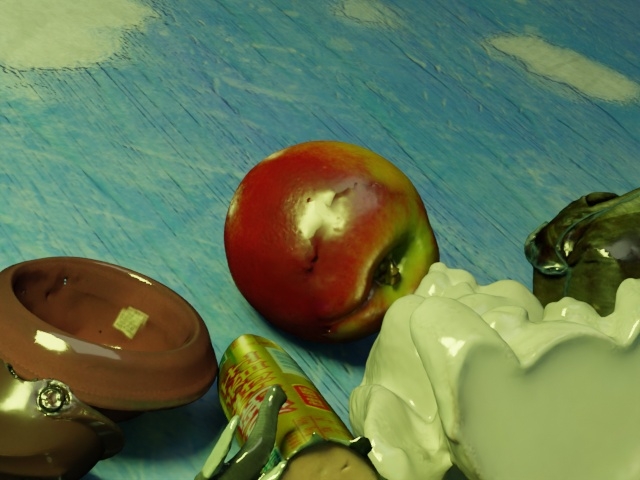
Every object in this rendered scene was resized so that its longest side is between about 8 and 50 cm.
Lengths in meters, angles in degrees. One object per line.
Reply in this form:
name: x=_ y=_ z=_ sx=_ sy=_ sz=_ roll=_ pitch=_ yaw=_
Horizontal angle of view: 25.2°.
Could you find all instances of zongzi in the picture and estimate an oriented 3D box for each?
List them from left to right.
zongzi: x=0.347 y=0.005 z=1.541 sx=0.403 sy=0.208 sz=0.432 roll=-6 pitch=15 yaw=-20

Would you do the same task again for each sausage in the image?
sausage: x=-0.028 y=0.127 z=1.042 sx=0.082 sy=0.082 sz=0.371 roll=12 pitch=5 yaw=-13

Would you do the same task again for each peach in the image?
peach: x=0.000 y=0.000 z=1.296 sx=0.197 sy=0.197 sz=0.197 roll=15 pitch=28 yaw=-8

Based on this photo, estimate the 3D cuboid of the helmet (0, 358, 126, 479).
helmet: x=-0.208 y=0.142 z=1.009 sx=0.123 sy=0.098 sz=0.070 roll=24 pitch=57 yaw=10

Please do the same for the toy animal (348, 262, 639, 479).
toy animal: x=0.126 y=0.123 z=1.123 sx=0.271 sy=0.206 sz=0.265 roll=-7 pitch=5 yaw=-26

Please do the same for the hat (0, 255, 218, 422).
hat: x=-0.178 y=0.087 z=1.119 sx=0.205 sy=0.089 sz=0.205 roll=18 pitch=20 yaw=-7

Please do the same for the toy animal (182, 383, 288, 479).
toy animal: x=-0.106 y=0.201 z=0.822 sx=0.082 sy=0.269 sz=0.137 roll=45 pitch=2 yaw=-22
